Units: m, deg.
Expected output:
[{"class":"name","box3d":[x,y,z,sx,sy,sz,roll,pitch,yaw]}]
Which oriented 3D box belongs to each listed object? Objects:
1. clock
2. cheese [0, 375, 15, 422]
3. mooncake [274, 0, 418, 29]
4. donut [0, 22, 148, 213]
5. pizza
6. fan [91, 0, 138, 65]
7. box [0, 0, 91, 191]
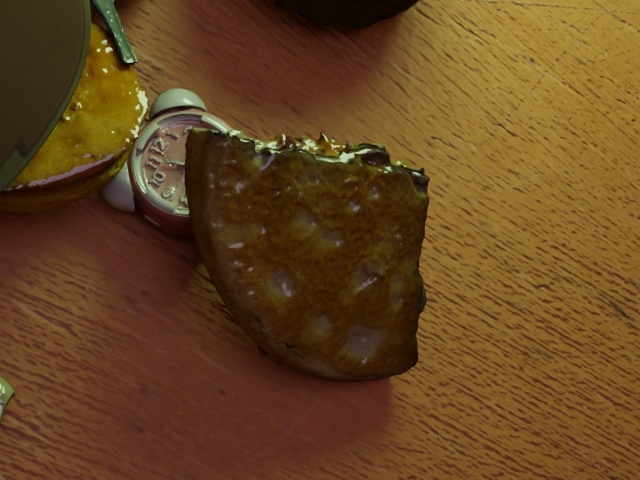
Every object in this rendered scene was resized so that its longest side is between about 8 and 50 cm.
[{"class":"clock","box3d":[-0.158,-0.079,1.459,0.162,0.093,0.166,35,73,0]},{"class":"cheese","box3d":[-0.455,0.164,1.303,0.255,0.050,0.127,20,72,-13]},{"class":"mooncake","box3d":[0.031,-0.424,1.555,0.324,0.187,0.324,8,71,-24]},{"class":"donut","box3d":[-0.315,-0.140,1.368,0.254,0.118,0.253,1,63,-3]},{"class":"pizza","box3d":[0.000,0.000,1.420,0.409,0.114,0.277,44,76,-33]},{"class":"fan","box3d":[-0.272,-0.327,1.452,0.230,0.011,0.335,-8,58,-34]},{"class":"box","box3d":[-0.390,-0.199,1.193,0.216,0.301,0.301,16,67,21]}]
